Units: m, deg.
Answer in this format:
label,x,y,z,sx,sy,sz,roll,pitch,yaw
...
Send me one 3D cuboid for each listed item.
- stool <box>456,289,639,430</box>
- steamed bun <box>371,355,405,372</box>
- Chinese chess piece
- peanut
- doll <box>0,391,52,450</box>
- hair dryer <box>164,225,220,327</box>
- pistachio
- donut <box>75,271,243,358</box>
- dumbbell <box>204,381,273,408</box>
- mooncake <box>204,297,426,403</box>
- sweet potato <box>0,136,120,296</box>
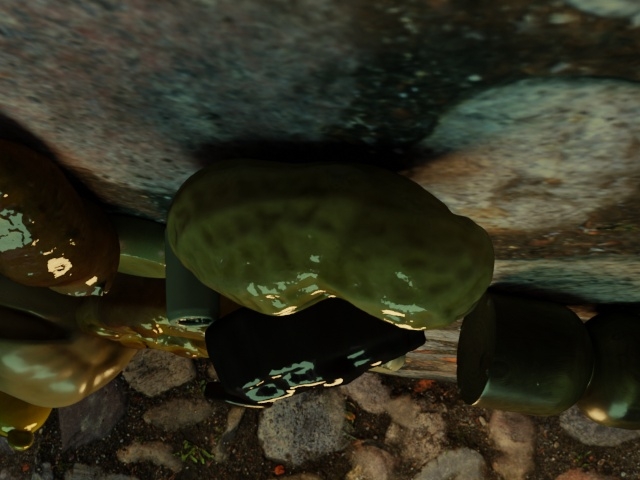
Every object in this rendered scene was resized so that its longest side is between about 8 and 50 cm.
label,x,y,z,sx,sy,sz,roll,pitch,yaw
stool,0.360,0.182,1.023,0.265,0.179,0.179,9,165,-4
steamed bun,0.099,0.228,1.477,0.183,0.106,0.183,10,163,3
Chinese chess piece,-0.265,0.009,0.952,0.144,0.058,0.144,7,163,2
peanut,0.000,0.000,0.602,0.306,0.146,0.147,3,164,18
doll,-0.755,0.250,1.552,0.348,0.423,0.161,34,122,-21
hair dryer,-0.083,0.036,0.865,0.237,0.131,0.073,-6,161,2
pistachio,-0.596,0.186,1.346,0.446,0.281,0.365,8,165,-10
donut,-0.266,0.120,1.182,0.318,0.150,0.299,9,165,-1
dumbbell,-0.146,0.219,1.334,0.141,0.225,0.124,13,167,-13
mooncake,0.000,0.121,0.858,0.283,0.141,0.283,-22,170,-4
sweet potato,-0.317,-0.022,0.721,0.131,0.131,0.336,7,166,3
